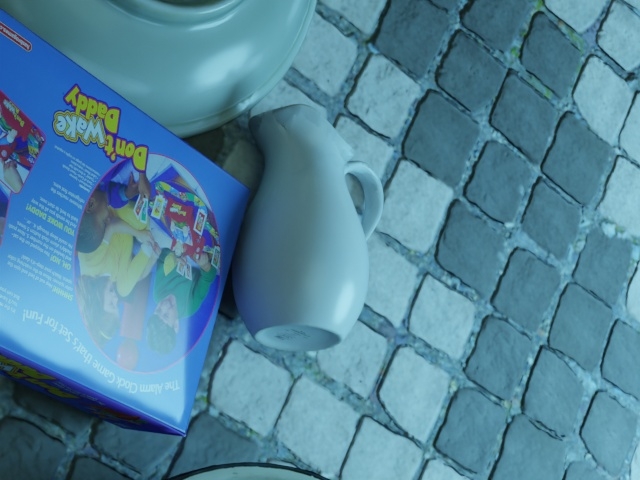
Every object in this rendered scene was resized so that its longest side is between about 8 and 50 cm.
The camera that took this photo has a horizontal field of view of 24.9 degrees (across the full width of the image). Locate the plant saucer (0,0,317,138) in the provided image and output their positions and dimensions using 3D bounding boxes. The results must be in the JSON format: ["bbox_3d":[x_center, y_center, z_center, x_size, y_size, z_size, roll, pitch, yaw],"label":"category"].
[{"bbox_3d":[-0.153,-0.293,1.306,0.400,0.100,0.401,5,81,-32],"label":"plant saucer"}]

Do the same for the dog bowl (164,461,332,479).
[{"bbox_3d":[-0.093,0.392,1.222,0.407,0.150,0.408,5,80,-30],"label":"dog bowl"}]

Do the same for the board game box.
[{"bbox_3d":[-0.209,-0.005,1.161,0.347,0.078,0.233,36,61,-50],"label":"board game box"}]

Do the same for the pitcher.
[{"bbox_3d":[0.000,0.000,1.359,0.177,0.125,0.207,24,60,-43],"label":"pitcher"}]
